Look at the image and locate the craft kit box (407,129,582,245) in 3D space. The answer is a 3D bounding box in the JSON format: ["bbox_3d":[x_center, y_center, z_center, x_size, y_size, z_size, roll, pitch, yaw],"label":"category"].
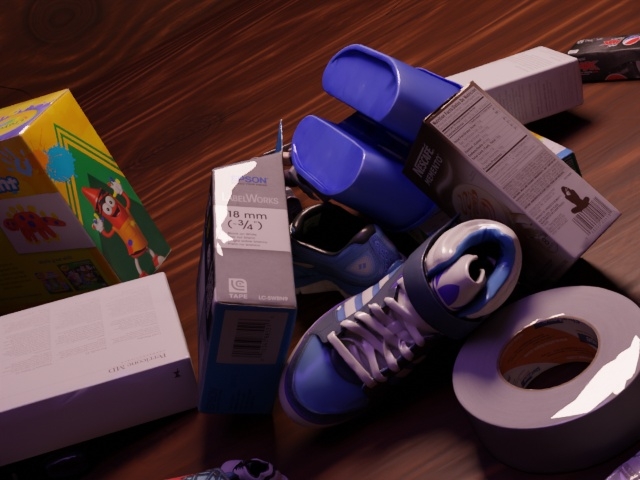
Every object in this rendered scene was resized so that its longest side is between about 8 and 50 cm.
[{"bbox_3d":[0.232,-0.089,1.479,0.250,0.061,0.246,-31,31,-5],"label":"craft kit box"}]

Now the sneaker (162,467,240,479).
[{"bbox_3d":[-0.143,0.325,1.114,0.262,0.104,0.125,0,22,36],"label":"sneaker"}]

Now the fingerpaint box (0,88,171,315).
[{"bbox_3d":[-0.567,-0.054,1.806,0.445,0.371,0.163,-9,34,34],"label":"fingerpaint box"}]

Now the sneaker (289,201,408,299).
[{"bbox_3d":[0.000,0.000,1.440,0.330,0.147,0.130,7,43,50],"label":"sneaker"}]

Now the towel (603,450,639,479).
[{"bbox_3d":[0.334,0.227,0.892,0.152,0.023,0.113,-34,28,-9],"label":"towel"}]

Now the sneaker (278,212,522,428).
[{"bbox_3d":[0.098,0.087,1.122,0.323,0.130,0.236,-34,-10,-20],"label":"sneaker"}]

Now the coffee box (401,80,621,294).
[{"bbox_3d":[0.232,-0.062,1.197,0.098,0.246,0.141,-41,-13,-21],"label":"coffee box"}]

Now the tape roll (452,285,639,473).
[{"bbox_3d":[0.259,0.147,1.041,0.219,0.072,0.219,-21,28,12],"label":"tape roll"}]

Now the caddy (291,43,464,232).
[{"bbox_3d":[0.102,-0.154,1.447,0.241,0.179,0.341,-62,27,10],"label":"caddy"}]

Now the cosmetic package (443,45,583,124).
[{"bbox_3d":[0.290,-0.232,1.526,0.231,0.085,0.117,-20,26,-10],"label":"cosmetic package"}]

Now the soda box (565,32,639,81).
[{"bbox_3d":[0.499,-0.305,1.587,0.169,0.060,0.053,5,42,48],"label":"soda box"}]

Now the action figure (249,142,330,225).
[{"bbox_3d":[-0.079,-0.099,1.739,0.185,0.099,0.285,-41,26,-8],"label":"action figure"}]

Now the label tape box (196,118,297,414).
[{"bbox_3d":[-0.108,0.030,1.283,0.106,0.240,0.333,3,47,-11],"label":"label tape box"}]

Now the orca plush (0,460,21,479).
[{"bbox_3d":[-0.428,0.355,1.284,0.151,0.102,0.287,-28,28,2],"label":"orca plush"}]

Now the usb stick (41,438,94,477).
[{"bbox_3d":[-0.383,0.260,1.454,0.077,0.045,0.278,-11,27,-8],"label":"usb stick"}]

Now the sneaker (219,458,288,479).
[{"bbox_3d":[-0.086,0.280,1.163,0.109,0.043,0.040,-2,40,43],"label":"sneaker"}]

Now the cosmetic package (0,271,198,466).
[{"bbox_3d":[-0.388,0.193,1.429,0.377,0.097,0.284,-15,25,-9],"label":"cosmetic package"}]
